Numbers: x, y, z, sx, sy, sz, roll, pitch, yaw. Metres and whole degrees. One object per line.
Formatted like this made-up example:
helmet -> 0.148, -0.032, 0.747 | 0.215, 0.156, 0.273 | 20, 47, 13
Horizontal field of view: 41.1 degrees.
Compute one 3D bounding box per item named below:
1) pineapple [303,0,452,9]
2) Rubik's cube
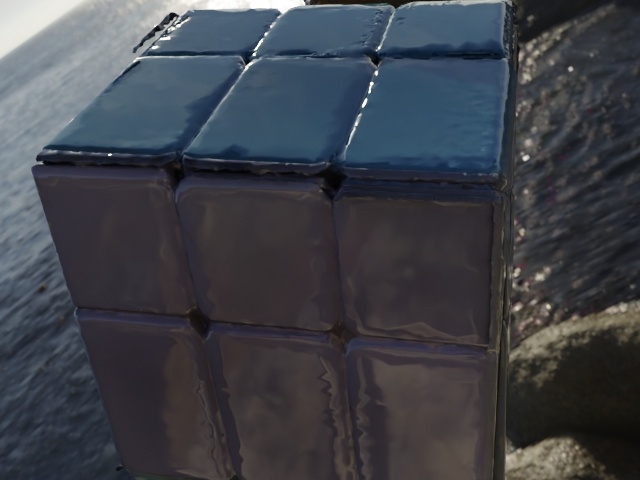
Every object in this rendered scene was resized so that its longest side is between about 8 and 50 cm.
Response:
pineapple -> 0.040, -0.151, 0.748 | 0.128, 0.128, 0.248 | -41, -10, -16
Rubik's cube -> 0.000, 0.000, 0.507 | 0.225, 0.221, 0.231 | 2, 34, 13
